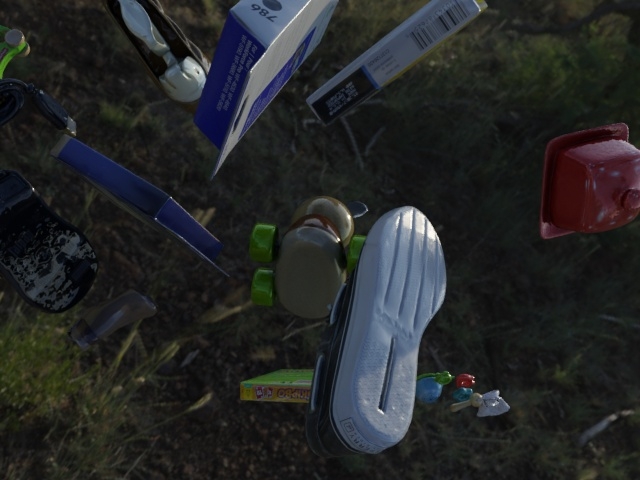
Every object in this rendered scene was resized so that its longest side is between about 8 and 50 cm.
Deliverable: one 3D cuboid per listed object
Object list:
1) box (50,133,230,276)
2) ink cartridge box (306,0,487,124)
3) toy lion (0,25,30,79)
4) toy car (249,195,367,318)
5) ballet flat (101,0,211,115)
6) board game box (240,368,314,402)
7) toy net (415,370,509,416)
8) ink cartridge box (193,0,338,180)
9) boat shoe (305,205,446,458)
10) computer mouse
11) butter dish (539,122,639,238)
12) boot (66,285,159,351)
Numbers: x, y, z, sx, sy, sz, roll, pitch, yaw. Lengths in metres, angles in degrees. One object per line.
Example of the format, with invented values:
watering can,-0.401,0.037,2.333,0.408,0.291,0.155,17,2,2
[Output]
box,-0.202,-0.040,0.854,0.225,0.036,0.136,31,-10,28
ink cartridge box,0.145,-0.328,1.251,0.072,0.304,0.307,53,24,-4
toy lion,-0.448,-0.243,0.945,0.096,0.034,0.100,24,72,5
toy car,0.000,0.000,0.999,0.155,0.149,0.188,8,38,7
ballet flat,-0.296,-0.359,1.356,0.342,0.116,0.124,56,7,-21
board game box,-0.038,0.243,1.230,0.259,0.124,0.039,11,78,-77
toy net,0.308,0.314,1.517,0.232,0.122,0.045,16,38,-24
ink cartridge box,-0.058,-0.229,0.835,0.065,0.165,0.332,30,46,-2
boat shoe,0.052,0.090,0.823,0.121,0.119,0.335,44,43,-19
computer mouse,-0.308,-0.047,0.755,0.060,0.262,0.184,20,69,32
butter dish,0.406,-0.072,1.028,0.160,0.160,0.118,-15,27,-23
boot,-0.241,0.093,0.826,0.087,0.118,0.042,-41,109,-27
